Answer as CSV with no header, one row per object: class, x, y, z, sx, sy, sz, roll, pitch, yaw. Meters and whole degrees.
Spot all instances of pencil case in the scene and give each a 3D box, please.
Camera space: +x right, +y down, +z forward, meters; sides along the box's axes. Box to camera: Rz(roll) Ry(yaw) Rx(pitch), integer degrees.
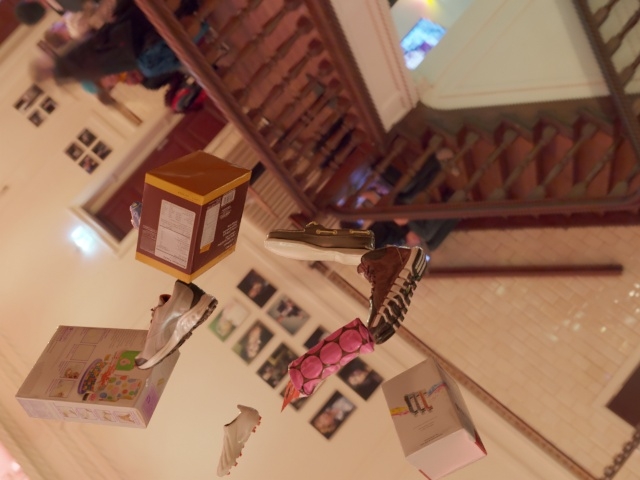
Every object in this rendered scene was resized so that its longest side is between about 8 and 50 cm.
pencil case,0.029,0.267,1.668,0.098,0.209,0.095,51,-171,-27

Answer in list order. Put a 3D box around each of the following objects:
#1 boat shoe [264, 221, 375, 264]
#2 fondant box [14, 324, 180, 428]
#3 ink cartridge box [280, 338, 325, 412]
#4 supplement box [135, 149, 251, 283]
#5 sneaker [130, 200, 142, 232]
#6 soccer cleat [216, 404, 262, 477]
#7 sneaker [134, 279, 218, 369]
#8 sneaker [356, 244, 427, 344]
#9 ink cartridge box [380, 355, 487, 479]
boat shoe,-0.001,0.002,2.014,0.305,0.091,0.109,7,159,-4
fondant box,-0.550,0.334,1.830,0.331,0.238,0.096,0,132,17
ink cartridge box,-0.040,0.453,2.397,0.056,0.224,0.181,27,134,15
supplement box,-0.254,-0.052,1.470,0.129,0.194,0.191,23,-153,15
sneaker,-0.453,-0.041,1.958,0.081,0.080,0.211,45,161,15
soccer cleat,-0.221,0.503,1.845,0.076,0.196,0.068,29,-176,-4
sneaker,-0.331,0.183,1.599,0.108,0.271,0.100,44,-152,1
sneaker,0.145,0.126,1.856,0.163,0.281,0.106,16,151,33
ink cartridge box,0.217,0.344,1.418,0.128,0.127,0.176,48,-163,-40
